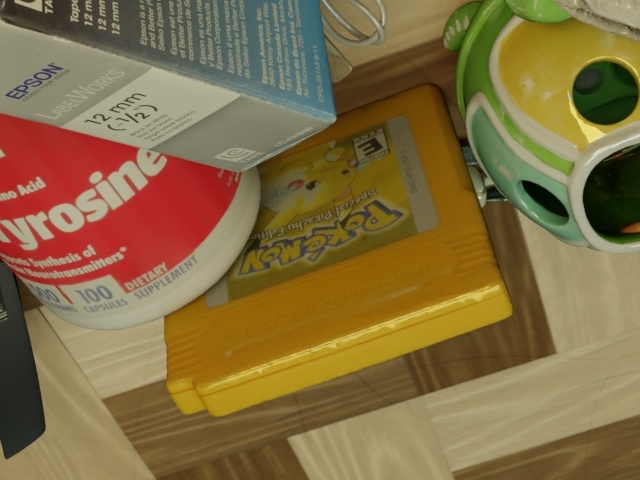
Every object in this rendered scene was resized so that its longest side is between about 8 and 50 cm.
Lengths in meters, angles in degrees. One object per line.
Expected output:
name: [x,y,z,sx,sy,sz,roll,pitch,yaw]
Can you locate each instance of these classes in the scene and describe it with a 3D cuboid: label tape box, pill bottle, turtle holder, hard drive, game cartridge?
label tape box: [-0.157,-0.205,0.927,0.348,0.249,0.115,11,153,-43]
pill bottle: [-0.229,-0.128,1.126,0.229,0.229,0.407,-23,134,11]
turtle holder: [0.247,-0.137,1.219,0.243,0.227,0.320,-3,133,-8]
hard drive: [-0.309,0.067,1.346,0.054,0.172,0.254,-13,134,-13]
game cartridge: [0.000,0.000,1.234,0.285,0.323,0.052,-20,122,7]

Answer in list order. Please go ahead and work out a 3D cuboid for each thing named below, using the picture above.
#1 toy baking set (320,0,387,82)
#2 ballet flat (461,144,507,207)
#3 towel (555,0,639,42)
toy baking set: [-0.025,-0.242,1.129,0.197,0.030,0.256,27,137,14]
ballet flat: [0.171,-0.059,1.397,0.188,0.070,0.070,-7,135,-5]
towel: [0.297,-0.234,1.100,0.282,0.187,0.049,13,174,-29]
